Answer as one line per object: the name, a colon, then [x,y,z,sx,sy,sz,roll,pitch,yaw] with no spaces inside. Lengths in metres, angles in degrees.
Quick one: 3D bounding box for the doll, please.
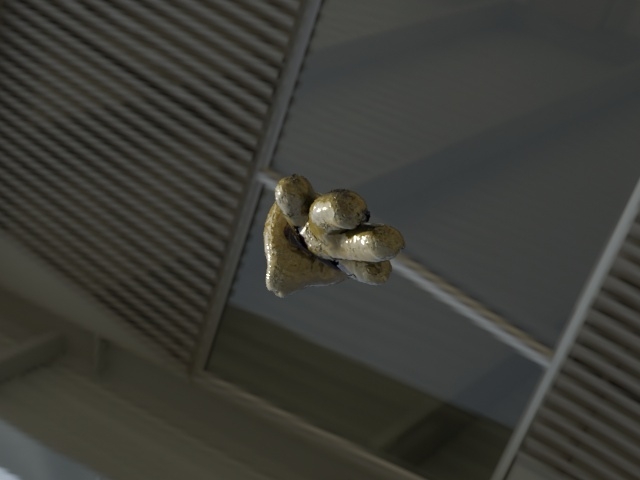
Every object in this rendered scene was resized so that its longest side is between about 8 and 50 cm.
doll: [0.006,-0.007,0.570,0.061,0.093,0.051,43,-124,-9]
